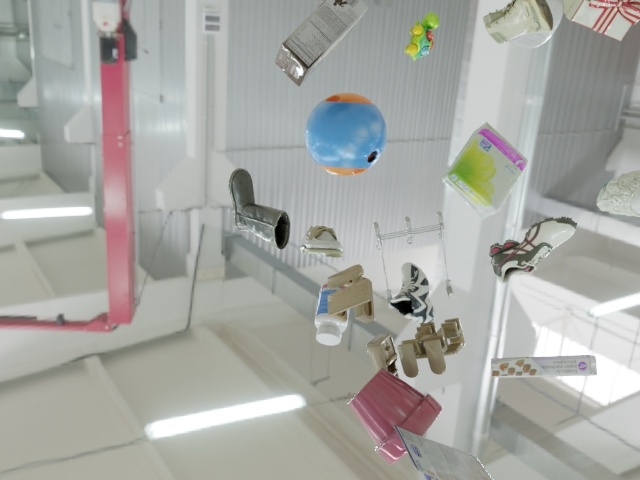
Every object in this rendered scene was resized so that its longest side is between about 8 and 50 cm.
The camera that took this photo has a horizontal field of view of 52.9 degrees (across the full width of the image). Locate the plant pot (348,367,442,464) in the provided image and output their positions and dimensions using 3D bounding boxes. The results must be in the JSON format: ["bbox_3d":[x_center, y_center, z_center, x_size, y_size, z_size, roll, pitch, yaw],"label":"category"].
[{"bbox_3d":[0.177,0.431,1.631,0.180,0.201,0.201,43,-149,12],"label":"plant pot"}]

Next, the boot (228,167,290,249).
[{"bbox_3d":[-0.160,-0.085,1.681,0.076,0.189,0.208,-16,-159,-28],"label":"boot"}]

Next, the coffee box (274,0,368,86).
[{"bbox_3d":[0.000,-0.660,2.074,0.119,0.297,0.168,43,169,-6],"label":"coffee box"}]

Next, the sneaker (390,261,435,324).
[{"bbox_3d":[0.297,0.173,2.195,0.094,0.235,0.153,-27,152,37],"label":"sneaker"}]

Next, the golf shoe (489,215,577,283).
[{"bbox_3d":[0.610,0.030,1.825,0.105,0.273,0.120,28,-134,-29],"label":"golf shoe"}]

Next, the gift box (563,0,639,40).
[{"bbox_3d":[0.993,-0.887,2.247,0.255,0.276,0.258,10,-143,-15],"label":"gift box"}]

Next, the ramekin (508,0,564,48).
[{"bbox_3d":[0.691,-0.725,2.085,0.109,0.207,0.207,20,-166,-17],"label":"ramekin"}]

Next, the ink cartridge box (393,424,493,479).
[{"bbox_3d":[0.273,0.503,1.407,0.224,0.045,0.223,23,-175,-8],"label":"ink cartridge box"}]

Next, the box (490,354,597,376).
[{"bbox_3d":[0.702,0.401,2.040,0.324,0.063,0.067,-12,162,40],"label":"box"}]

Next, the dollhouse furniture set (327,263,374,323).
[{"bbox_3d":[0.112,0.124,1.565,0.123,0.144,0.151,-26,140,34],"label":"dollhouse furniture set"}]

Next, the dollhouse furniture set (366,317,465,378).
[{"bbox_3d":[0.272,0.335,1.780,0.242,0.161,0.212,-13,-177,27],"label":"dollhouse furniture set"}]

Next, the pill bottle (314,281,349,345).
[{"bbox_3d":[0.044,0.274,2.413,0.124,0.124,0.221,7,-126,7],"label":"pill bottle"}]

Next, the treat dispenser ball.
[{"bbox_3d":[0.089,-0.371,2.249,0.288,0.288,0.288,4,-161,-1],"label":"treat dispenser ball"}]

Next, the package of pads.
[{"bbox_3d":[0.602,-0.251,2.335,0.296,0.229,0.101,-52,-173,-27],"label":"package of pads"}]

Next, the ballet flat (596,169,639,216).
[{"bbox_3d":[1.021,-0.138,1.853,0.409,0.147,0.147,-8,-162,3],"label":"ballet flat"}]

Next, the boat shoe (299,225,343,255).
[{"bbox_3d":[0.000,0.000,2.186,0.113,0.103,0.302,13,177,-20],"label":"boat shoe"}]

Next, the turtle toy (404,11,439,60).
[{"bbox_3d":[0.270,-0.541,1.704,0.066,0.130,0.095,15,-164,-4],"label":"turtle toy"}]

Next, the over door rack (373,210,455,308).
[{"bbox_3d":[0.320,0.061,2.228,0.239,0.324,0.108,-10,-155,5],"label":"over door rack"}]

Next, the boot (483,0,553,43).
[{"bbox_3d":[0.509,-0.622,1.718,0.165,0.077,0.213,-7,146,38],"label":"boot"}]
